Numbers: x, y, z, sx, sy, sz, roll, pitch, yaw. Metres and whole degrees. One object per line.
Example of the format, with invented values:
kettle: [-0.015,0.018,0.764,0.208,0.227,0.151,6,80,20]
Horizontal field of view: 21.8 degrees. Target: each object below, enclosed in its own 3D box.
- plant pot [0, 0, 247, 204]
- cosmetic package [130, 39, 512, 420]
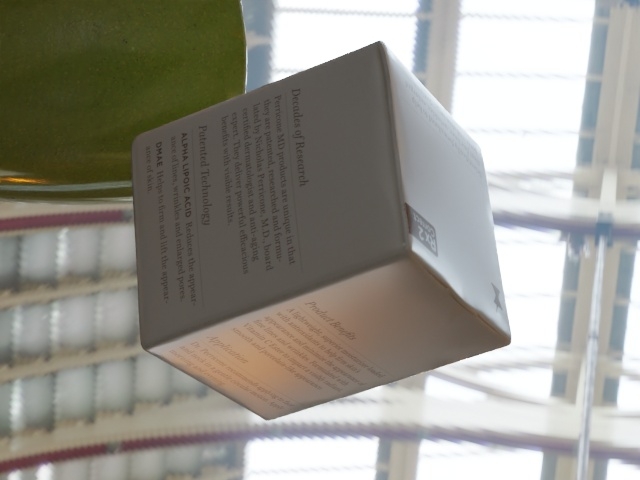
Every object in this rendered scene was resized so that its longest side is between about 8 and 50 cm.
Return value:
plant pot: [-0.254,-0.139,1.252,0.274,0.293,0.275,21,-63,49]
cosmetic package: [0.000,0.000,1.030,0.183,0.151,0.151,-19,-121,22]
